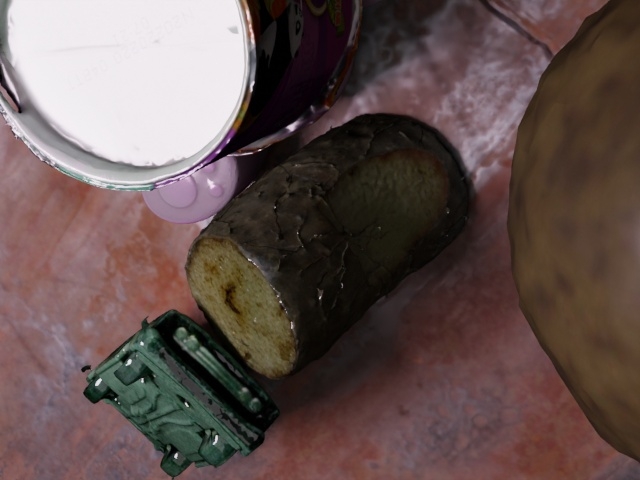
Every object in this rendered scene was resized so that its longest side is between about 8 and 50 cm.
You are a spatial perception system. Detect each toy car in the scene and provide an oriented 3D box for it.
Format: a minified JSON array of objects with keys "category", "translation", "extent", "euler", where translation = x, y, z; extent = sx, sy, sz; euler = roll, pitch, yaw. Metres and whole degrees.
[{"category":"toy car","translation":[-0.130,0.132,1.029],"extent":[0.141,0.097,0.320],"euler":[45,157,-4]}]

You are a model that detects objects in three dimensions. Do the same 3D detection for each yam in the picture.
[{"category":"yam","translation":[0.000,0.000,0.946],"extent":[0.154,0.254,0.154],"euler":[22,131,28]}]

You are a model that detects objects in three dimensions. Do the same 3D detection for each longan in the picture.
[{"category":"longan","translation":[0.315,-0.012,0.758],"extent":[0.391,0.391,0.391],"euler":[6,113,14]}]

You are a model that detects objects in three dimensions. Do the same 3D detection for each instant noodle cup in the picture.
[{"category":"instant noodle cup","translation":[-0.110,-0.152,0.799],"extent":[0.251,0.190,0.251],"euler":[5,111,13]}]

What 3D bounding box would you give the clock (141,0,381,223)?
[{"category":"clock","translation":[-0.102,-0.207,0.942],"extent":[0.295,0.113,0.322],"euler":[45,116,-4]}]
